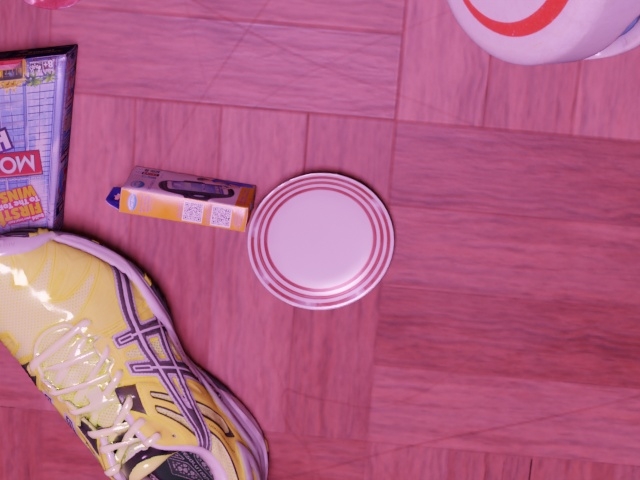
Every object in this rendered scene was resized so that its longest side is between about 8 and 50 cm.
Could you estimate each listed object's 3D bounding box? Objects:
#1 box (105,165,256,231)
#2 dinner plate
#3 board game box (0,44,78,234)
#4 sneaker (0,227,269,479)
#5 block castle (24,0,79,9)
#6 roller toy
[{"bbox_3d":[-0.132,-0.041,1.567,0.136,0.081,0.028,11,107,0],"label":"box"},{"bbox_3d":[0.000,0.000,1.599,0.141,0.017,0.141,-2,110,-4],"label":"dinner plate"},{"bbox_3d":[-0.316,-0.078,1.579,0.194,0.060,0.194,-6,106,5],"label":"board game box"},{"bbox_3d":[-0.183,0.140,1.568,0.145,0.147,0.385,-40,110,15],"label":"sneaker"},{"bbox_3d":[-0.345,-0.419,1.380,0.303,0.213,0.453,-2,110,8],"label":"block castle"},{"bbox_3d":[0.208,-0.249,1.419,0.209,0.146,0.191,29,119,41],"label":"roller toy"}]
